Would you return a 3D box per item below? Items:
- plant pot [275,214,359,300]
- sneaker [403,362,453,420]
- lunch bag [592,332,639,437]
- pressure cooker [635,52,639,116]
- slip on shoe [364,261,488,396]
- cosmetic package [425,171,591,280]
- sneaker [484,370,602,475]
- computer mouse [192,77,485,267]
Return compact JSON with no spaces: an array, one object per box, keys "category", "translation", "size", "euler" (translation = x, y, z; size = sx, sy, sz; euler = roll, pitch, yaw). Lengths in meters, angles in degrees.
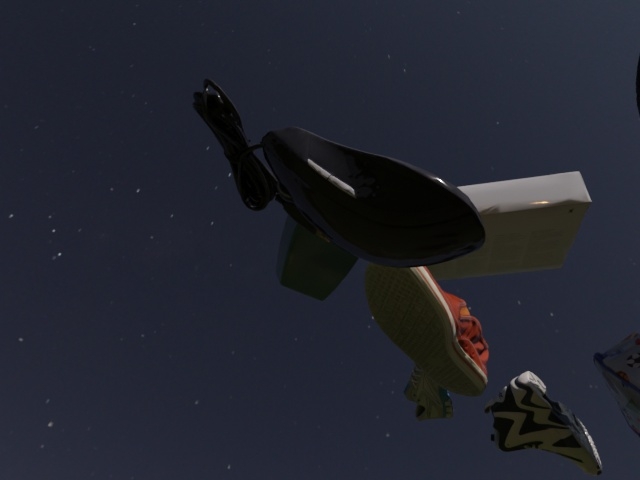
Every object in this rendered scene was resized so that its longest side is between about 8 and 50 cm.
[{"category":"plant pot","translation":[0.000,0.000,1.037],"size":[0.166,0.165,0.234],"euler":[22,-84,-14]},{"category":"sneaker","translation":[0.197,0.268,0.898],"size":[0.083,0.071,0.190],"euler":[-15,-78,-6]},{"category":"lunch bag","translation":[0.578,0.297,0.725],"size":[0.115,0.303,0.243],"euler":[-30,-79,7]},{"category":"pressure cooker","translation":[0.877,-0.338,0.843],"size":[0.375,0.420,0.370],"euler":[-49,-59,-8]},{"category":"slip on shoe","translation":[0.170,0.117,0.708],"size":[0.123,0.101,0.331],"euler":[-5,-43,42]},{"category":"cosmetic package","translation":[0.400,-0.018,1.124],"size":[0.377,0.097,0.284],"euler":[-6,-31,9]},{"category":"sneaker","translation":[0.426,0.388,0.933],"size":[0.235,0.094,0.153],"euler":[45,-62,-6]},{"category":"computer mouse","translation":[0.003,-0.022,0.408],"size":[0.262,0.060,0.184],"euler":[28,-17,20]}]
